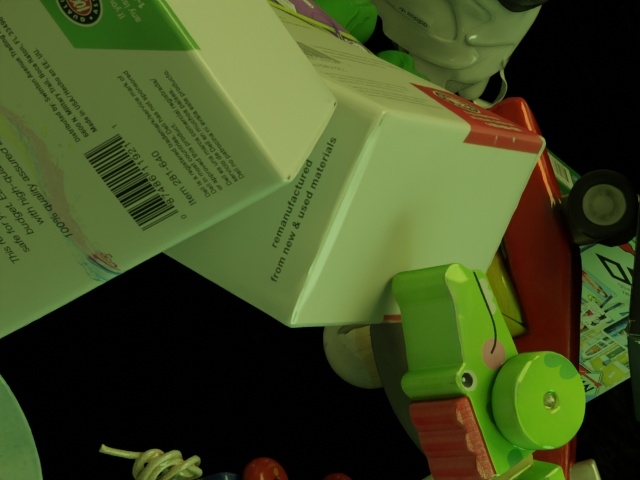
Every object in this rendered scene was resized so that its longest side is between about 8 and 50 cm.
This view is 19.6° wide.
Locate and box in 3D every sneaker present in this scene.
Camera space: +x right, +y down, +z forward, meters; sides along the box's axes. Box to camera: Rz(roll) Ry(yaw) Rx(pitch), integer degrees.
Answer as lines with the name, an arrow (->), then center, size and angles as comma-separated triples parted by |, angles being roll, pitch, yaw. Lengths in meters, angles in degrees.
sneaker -> 0.070, -0.279, 2.075 | 0.366, 0.210, 0.137 | 19, 29, 3

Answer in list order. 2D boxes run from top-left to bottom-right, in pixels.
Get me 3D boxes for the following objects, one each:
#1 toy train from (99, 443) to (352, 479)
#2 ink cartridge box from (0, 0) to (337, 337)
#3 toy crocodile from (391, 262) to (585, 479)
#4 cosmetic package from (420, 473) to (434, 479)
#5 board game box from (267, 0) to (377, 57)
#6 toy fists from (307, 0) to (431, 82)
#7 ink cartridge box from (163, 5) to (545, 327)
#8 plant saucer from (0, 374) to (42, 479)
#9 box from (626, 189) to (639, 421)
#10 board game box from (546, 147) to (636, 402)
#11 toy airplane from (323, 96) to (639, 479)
toy train -> -0.067, 0.229, 1.283 | 0.248, 0.105, 0.143 | 20, 56, -51
ink cartridge box -> -0.165, -0.081, 1.141 | 0.201, 0.278, 0.117 | 54, 30, -16
toy crocodile -> 0.125, 0.176, 1.259 | 0.105, 0.115, 0.340 | -28, 104, -35
cosmetic package -> 0.116, 0.373, 1.352 | 0.197, 0.155, 0.365 | 39, 31, -30
board game box -> -0.060, -0.202, 1.749 | 0.347, 0.056, 0.208 | 41, 29, 4
toy fists -> 0.029, -0.183, 1.930 | 0.279, 0.096, 0.142 | 54, 35, -7
ink cartridge box -> -0.073, -0.091, 1.362 | 0.385, 0.160, 0.279 | 29, 14, 27
plant saucer -> -0.254, 0.125, 1.136 | 0.195, 0.037, 0.195 | 42, 29, -29
box -> 0.318, 0.038, 1.573 | 0.261, 0.103, 0.184 | 62, 37, -67
board game box -> 0.236, 0.048, 1.875 | 0.317, 0.213, 0.046 | 35, 32, -36
toy airplane -> 0.135, 0.119, 1.625 | 0.384, 0.272, 0.386 | -74, 163, -46
